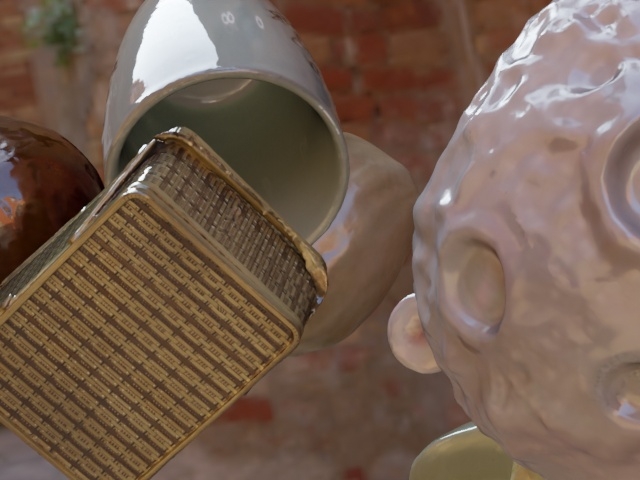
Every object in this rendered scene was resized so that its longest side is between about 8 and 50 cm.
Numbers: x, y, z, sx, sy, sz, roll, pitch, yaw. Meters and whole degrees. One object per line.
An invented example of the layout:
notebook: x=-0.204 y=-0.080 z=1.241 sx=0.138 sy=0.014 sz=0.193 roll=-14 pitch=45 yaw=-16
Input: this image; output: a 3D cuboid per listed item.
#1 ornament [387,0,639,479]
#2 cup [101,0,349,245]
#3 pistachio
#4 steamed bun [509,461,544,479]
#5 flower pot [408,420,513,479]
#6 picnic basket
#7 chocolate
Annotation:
ornament: x=0.226 y=0.008 z=1.050 sx=0.337 sy=0.337 sz=0.337 roll=-10 pitch=3 yaw=1
cup: x=-0.075 y=-0.078 z=1.482 sx=0.186 sy=0.258 sz=0.234 roll=-17 pitch=32 yaw=2
pistachio: x=0.000 y=0.000 z=1.995 sx=0.166 sy=0.197 sz=0.288 roll=3 pitch=42 yaw=41
steamed bun: x=0.272 y=0.281 z=1.348 sx=0.230 sy=0.372 sz=0.325 roll=-10 pitch=15 yaw=-26
flower pot: x=0.233 y=0.126 z=1.596 sx=0.254 sy=0.367 sz=0.164 roll=20 pitch=15 yaw=30
picnic basket: x=-0.087 y=0.037 z=0.880 sx=0.164 sy=0.115 sz=0.079 roll=-42 pitch=11 yaw=25
chocolate: x=-0.189 y=0.005 z=1.005 sx=0.177 sy=0.176 sz=0.177 roll=-10 pitch=3 yaw=1
